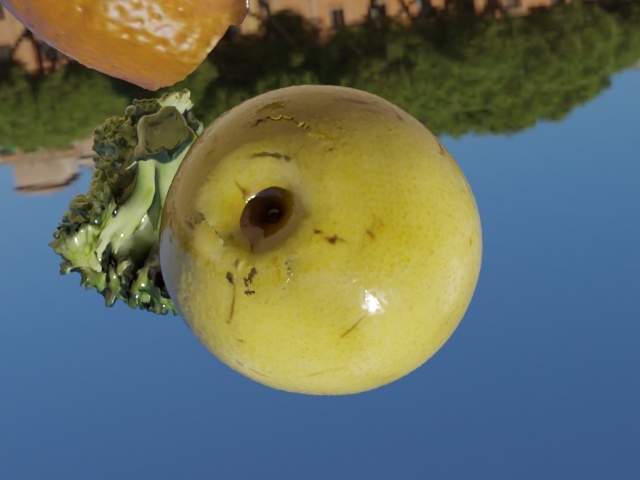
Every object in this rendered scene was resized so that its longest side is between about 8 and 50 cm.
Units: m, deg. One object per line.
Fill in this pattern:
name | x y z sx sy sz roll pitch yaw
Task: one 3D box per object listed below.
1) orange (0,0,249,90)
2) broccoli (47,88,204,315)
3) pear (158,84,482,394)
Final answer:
orange | -0.117 -0.249 0.724 0.274 0.274 0.310 -2 -148 19
broccoli | -0.206 -0.072 1.746 0.294 0.347 0.281 9 152 3
pear | 0.000 0.000 1.318 0.349 0.348 0.348 -7 -164 2
